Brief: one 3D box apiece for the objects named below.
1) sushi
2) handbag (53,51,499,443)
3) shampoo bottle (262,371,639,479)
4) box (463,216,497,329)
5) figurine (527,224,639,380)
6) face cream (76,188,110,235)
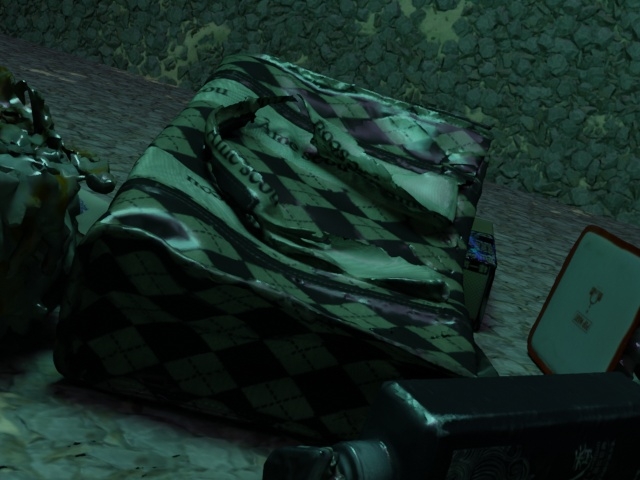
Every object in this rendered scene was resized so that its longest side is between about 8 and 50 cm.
[{"bbox_3d":[-0.353,-0.046,0.714,0.418,0.175,0.417,10,13,-2],"label":"sushi"},{"bbox_3d":[0.000,0.000,0.831,0.317,0.180,0.416,18,29,1],"label":"handbag"},{"bbox_3d":[0.096,0.138,0.612,0.309,0.098,0.071,5,24,-38],"label":"shampoo bottle"},{"bbox_3d":[0.120,0.012,1.231,0.198,0.084,0.310,16,12,7],"label":"box"},{"bbox_3d":[0.366,0.109,0.985,0.226,0.160,0.183,21,11,-12],"label":"figurine"},{"bbox_3d":[-0.250,-0.012,0.928,0.114,0.070,0.224,-34,27,-12],"label":"face cream"}]
